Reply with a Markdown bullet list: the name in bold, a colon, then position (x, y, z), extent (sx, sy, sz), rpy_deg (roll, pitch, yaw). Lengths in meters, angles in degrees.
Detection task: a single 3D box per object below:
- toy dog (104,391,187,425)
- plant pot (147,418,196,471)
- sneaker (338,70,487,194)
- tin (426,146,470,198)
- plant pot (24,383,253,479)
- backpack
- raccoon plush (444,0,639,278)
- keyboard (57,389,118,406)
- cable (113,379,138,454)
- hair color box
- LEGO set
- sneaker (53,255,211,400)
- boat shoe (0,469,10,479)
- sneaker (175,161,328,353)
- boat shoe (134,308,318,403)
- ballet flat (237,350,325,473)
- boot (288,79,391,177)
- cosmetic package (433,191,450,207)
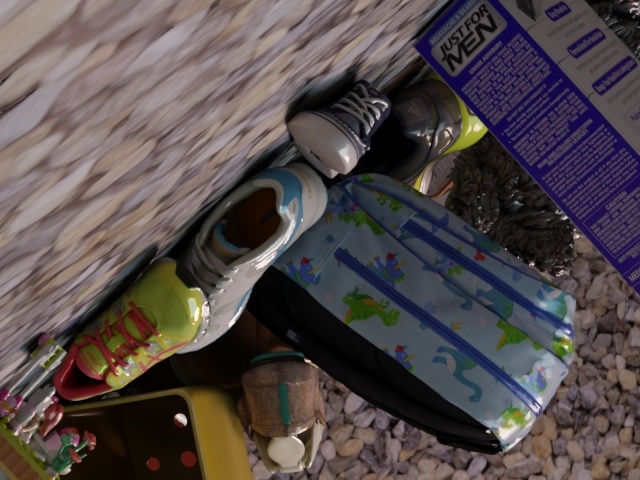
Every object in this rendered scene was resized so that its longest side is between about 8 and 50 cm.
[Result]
- **toy dog**: position (-0.137, 0.185, 2.076), extent (0.334, 0.161, 0.220), rpy_deg (-41, 175, -15)
- **plant pot**: position (-0.286, 0.394, 2.339), extent (0.235, 0.267, 0.267), rpy_deg (-53, 179, -19)
- **sneaker**: position (0.070, -0.096, 1.673), extent (0.121, 0.111, 0.300), rpy_deg (-21, 162, -33)
- **tin**: position (0.159, -0.127, 1.990), extent (0.040, 0.106, 0.189), rpy_deg (-29, 168, -36)
- **plant pot**: position (-0.176, 0.253, 1.569), extent (0.212, 0.212, 0.187), rpy_deg (-11, -176, 19)
- **backpack**: position (0.095, 0.076, 1.590), extent (0.273, 0.355, 0.290), rpy_deg (-40, 168, -12)
- **raccoon plush**: position (0.267, -0.178, 1.683), extent (0.299, 0.216, 0.446), rpy_deg (-63, 167, -54)
- **keyboard**: position (-0.231, 0.140, 1.695), extent (0.317, 0.033, 0.201), rpy_deg (-42, 174, 18)
- **cable**: position (-0.207, 0.194, 1.801), extent (0.139, 0.072, 0.287), rpy_deg (-45, -167, 11)
- **hair color box**: position (0.264, -0.117, 1.458), extent (0.110, 0.339, 0.185), rpy_deg (-42, 176, 31)
- **LEGO set**: position (-0.223, 0.153, 1.230), extent (0.107, 0.132, 0.287), rpy_deg (-47, -162, -10)
- **sneaker**: position (-0.177, 0.092, 1.367), extent (0.094, 0.081, 0.208), rpy_deg (-34, 172, -47)
- **boat shoe**: position (-0.429, 0.320, 1.501), extent (0.099, 0.116, 0.319), rpy_deg (20, -121, 45)
- **sneaker**: position (-0.094, 0.017, 1.401), extent (0.228, 0.087, 0.092), rpy_deg (-51, 166, 18)
- **boat shoe**: position (-0.094, 0.132, 1.784), extent (0.123, 0.123, 0.342), rpy_deg (-34, 171, 30)
- **ballet flat**: position (-0.044, 0.205, 1.667), extent (0.108, 0.106, 0.316), rpy_deg (-11, 165, 1)
- **boot**: position (0.022, -0.108, 1.310), extent (0.086, 0.069, 0.190), rpy_deg (-49, -176, -3)
- **cosmetic package**: position (0.162, -0.062, 2.131), extent (0.060, 0.099, 0.239), rpy_deg (-42, -161, 35)
